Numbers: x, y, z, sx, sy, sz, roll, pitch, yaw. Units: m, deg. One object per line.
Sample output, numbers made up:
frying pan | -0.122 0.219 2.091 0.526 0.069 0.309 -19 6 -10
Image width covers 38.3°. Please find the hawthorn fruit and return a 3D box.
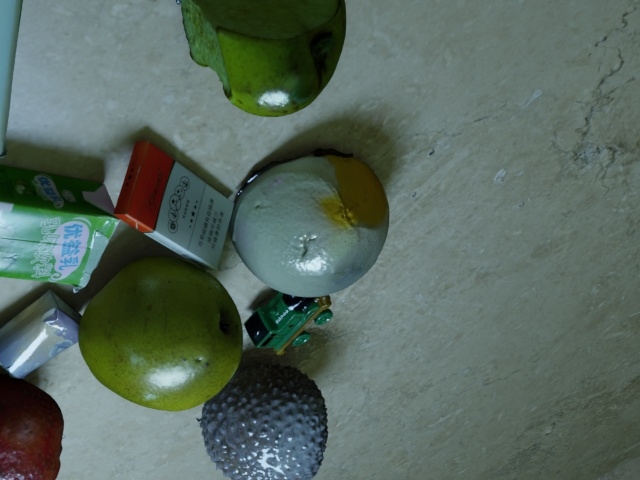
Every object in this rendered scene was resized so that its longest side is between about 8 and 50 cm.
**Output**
hawthorn fruit | -0.623 0.365 1.675 0.307 0.265 0.265 20 120 -26

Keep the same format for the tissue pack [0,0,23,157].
tissue pack | -0.522 -0.302 1.060 0.332 0.205 0.405 -3 133 -31

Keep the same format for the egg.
egg | 0.000 0.000 1.729 0.337 0.201 0.337 -15 140 -13

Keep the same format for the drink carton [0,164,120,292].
drink carton | -0.478 -0.021 1.464 0.271 0.108 0.161 10 126 -39

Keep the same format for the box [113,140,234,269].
box | -0.243 -0.055 1.572 0.035 0.139 0.245 -1 158 34

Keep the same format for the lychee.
lychee | -0.116 0.407 2.004 0.300 0.300 0.300 -18 139 -16

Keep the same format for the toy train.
toy train | -0.066 0.154 1.909 0.136 0.091 0.227 0 141 -47

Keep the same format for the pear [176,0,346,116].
pear | -0.052 -0.290 1.345 0.238 0.255 0.164 -21 139 -20

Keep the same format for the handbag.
handbag | -0.517 0.181 1.667 0.173 0.095 0.117 -35 140 0

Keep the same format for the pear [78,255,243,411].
pear | -0.278 0.170 1.667 0.294 0.294 0.294 -18 139 -16
